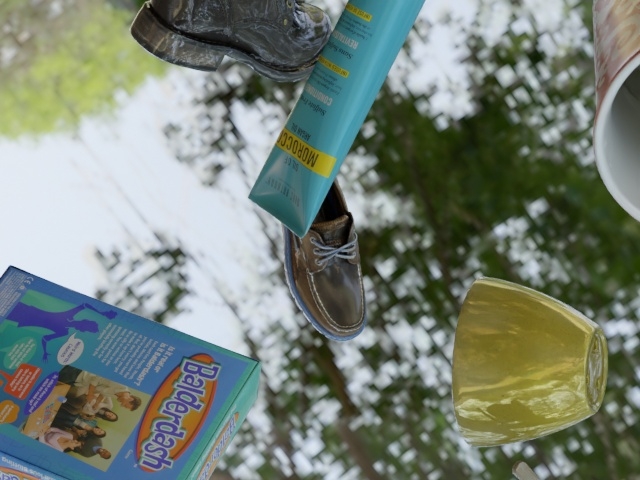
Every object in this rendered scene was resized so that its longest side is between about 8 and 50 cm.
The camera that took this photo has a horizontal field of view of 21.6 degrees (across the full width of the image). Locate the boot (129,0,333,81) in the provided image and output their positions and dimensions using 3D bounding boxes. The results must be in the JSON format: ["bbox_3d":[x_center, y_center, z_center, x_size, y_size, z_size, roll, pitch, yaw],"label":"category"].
[{"bbox_3d":[-0.032,-0.255,1.438,0.263,0.091,0.229,-9,135,-53],"label":"boot"}]

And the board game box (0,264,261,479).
[{"bbox_3d":[-0.170,0.117,1.194,0.210,0.047,0.160,20,-134,13],"label":"board game box"}]

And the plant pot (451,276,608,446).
[{"bbox_3d":[0.168,0.097,1.299,0.095,0.134,0.134,3,-142,25],"label":"plant pot"}]

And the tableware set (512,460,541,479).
[{"bbox_3d":[0.175,0.261,1.255,0.039,0.194,0.128,20,-107,46],"label":"tableware set"}]

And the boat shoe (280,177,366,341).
[{"bbox_3d":[0.000,0.000,1.502,0.066,0.183,0.066,-17,171,-19],"label":"boat shoe"}]

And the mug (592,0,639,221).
[{"bbox_3d":[0.204,-0.096,0.837,0.150,0.113,0.169,-27,-157,17],"label":"mug"}]

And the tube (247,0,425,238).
[{"bbox_3d":[0.012,-0.107,1.283,0.080,0.052,0.207,39,-75,52],"label":"tube"}]
